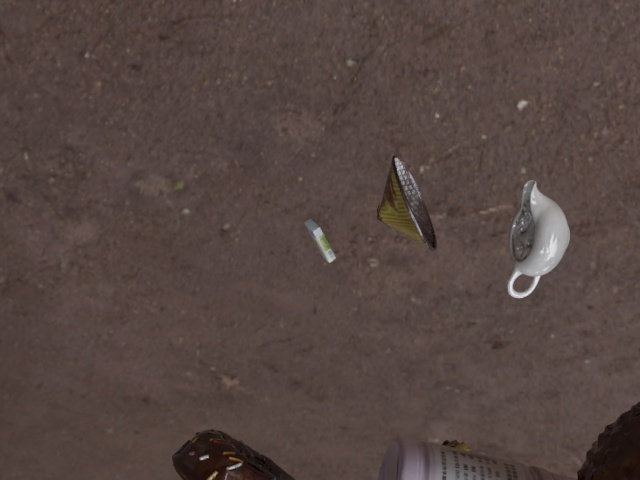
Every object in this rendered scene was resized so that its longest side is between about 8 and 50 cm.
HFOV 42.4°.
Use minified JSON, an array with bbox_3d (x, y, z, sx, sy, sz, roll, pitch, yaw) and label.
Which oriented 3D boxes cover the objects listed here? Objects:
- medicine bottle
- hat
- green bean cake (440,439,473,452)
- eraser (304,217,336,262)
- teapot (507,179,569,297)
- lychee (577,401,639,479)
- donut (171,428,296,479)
[{"bbox_3d":[0.198,0.327,1.002,0.249,0.133,0.133,13,138,-5],"label":"medicine bottle"},{"bbox_3d":[0.143,-0.056,1.525,0.082,0.193,0.193,-23,130,15],"label":"hat"},{"bbox_3d":[0.339,0.673,2.191,0.224,0.131,0.230,52,127,17],"label":"green bean cake"},{"bbox_3d":[0.000,0.000,1.468,0.019,0.038,0.083,-34,131,-6],"label":"eraser"},{"bbox_3d":[0.396,0.002,1.507,0.092,0.145,0.227,6,106,-11],"label":"teapot"},{"bbox_3d":[0.370,0.271,0.789,0.260,0.261,0.261,6,138,5],"label":"lychee"},{"bbox_3d":[-0.112,0.367,1.240,0.235,0.089,0.235,32,170,6],"label":"donut"}]
